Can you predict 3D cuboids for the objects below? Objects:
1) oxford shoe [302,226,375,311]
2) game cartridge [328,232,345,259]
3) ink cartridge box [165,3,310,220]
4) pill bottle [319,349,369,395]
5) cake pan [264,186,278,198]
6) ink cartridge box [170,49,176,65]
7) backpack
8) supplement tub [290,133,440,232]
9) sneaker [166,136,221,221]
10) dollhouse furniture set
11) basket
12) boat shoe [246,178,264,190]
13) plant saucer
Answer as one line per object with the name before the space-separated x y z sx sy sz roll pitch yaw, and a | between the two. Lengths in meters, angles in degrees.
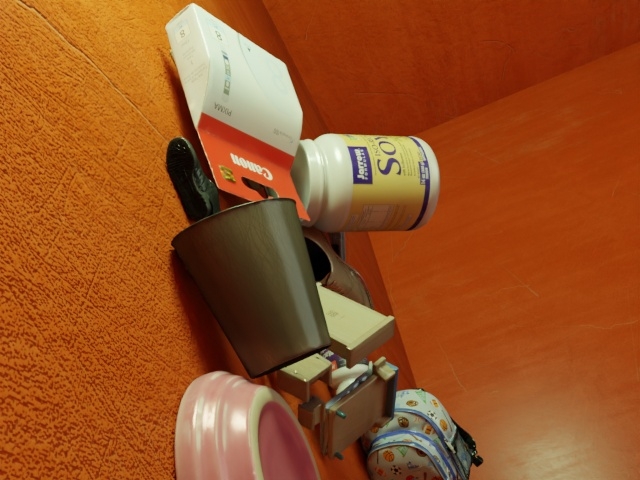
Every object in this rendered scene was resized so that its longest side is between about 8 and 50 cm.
oxford shoe | 0.015 0.107 1.710 0.397 0.140 0.146 53 18 -20
game cartridge | 0.045 0.077 1.894 0.198 0.062 0.297 -89 176 -77
ink cartridge box | -0.134 -0.247 1.314 0.308 0.091 0.385 18 46 -57
pill bottle | 0.058 0.292 1.575 0.108 0.108 0.193 55 16 -55
cake pan | -0.091 -0.127 1.840 0.293 0.054 0.293 -21 90 -81
ink cartridge box | -0.246 -0.346 1.469 0.235 0.056 0.171 -60 127 -76
backpack | 0.221 0.513 1.634 0.263 0.277 0.213 64 23 -4
supplement tub | 0.095 -0.139 1.605 0.241 0.331 0.241 178 -90 -68
sneaker | -0.210 -0.091 1.116 0.089 0.051 0.170 -43 116 -80
dollhouse furniture set | -0.006 0.290 1.310 0.286 0.198 0.303 -28 128 -42
basket | -0.083 0.074 0.968 0.226 0.204 0.154 66 -30 11
boat shoe | -0.158 -0.271 1.632 0.113 0.103 0.302 46 24 -67
plant saucer | -0.071 0.323 0.855 0.332 0.084 0.332 -22 90 -81
